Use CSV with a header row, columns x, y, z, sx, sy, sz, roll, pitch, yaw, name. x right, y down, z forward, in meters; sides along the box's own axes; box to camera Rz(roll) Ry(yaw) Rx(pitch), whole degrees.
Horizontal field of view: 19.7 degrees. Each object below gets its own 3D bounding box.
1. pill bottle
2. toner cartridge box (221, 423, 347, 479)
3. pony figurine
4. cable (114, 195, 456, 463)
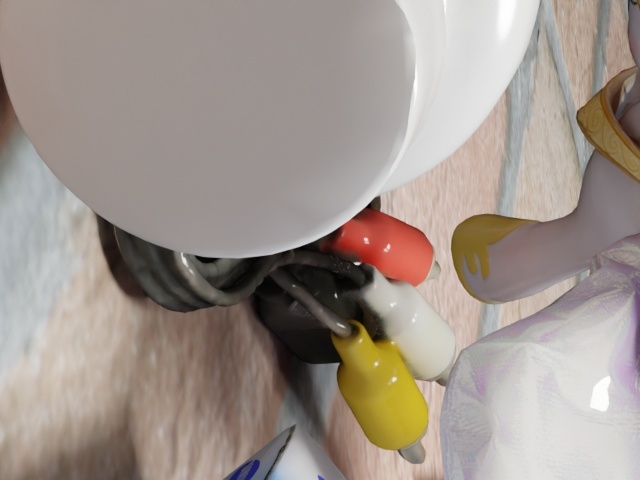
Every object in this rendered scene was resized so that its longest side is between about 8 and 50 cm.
x,y,z,sx,sy,sz,roll,pitch,yaw,name
0.000,-0.119,0.676,0.318,0.176,0.176,-64,143,-61,pill bottle
0.068,0.229,0.606,0.348,0.075,0.165,50,7,-1,toner cartridge box
0.163,0.041,0.750,0.363,0.303,0.351,97,-22,-65,pony figurine
0.000,0.000,0.800,0.287,0.072,0.139,49,41,-64,cable
